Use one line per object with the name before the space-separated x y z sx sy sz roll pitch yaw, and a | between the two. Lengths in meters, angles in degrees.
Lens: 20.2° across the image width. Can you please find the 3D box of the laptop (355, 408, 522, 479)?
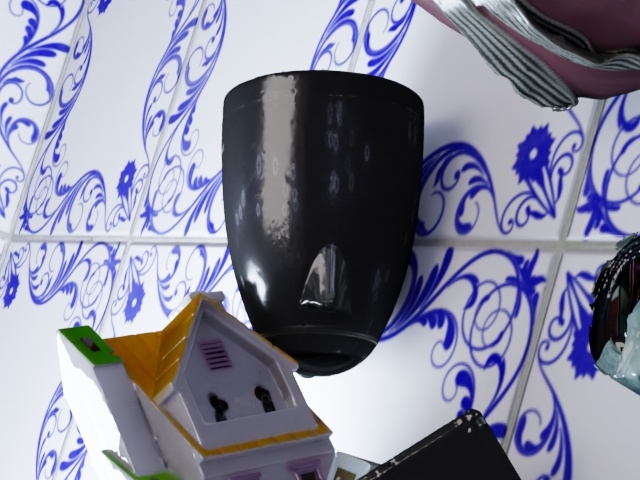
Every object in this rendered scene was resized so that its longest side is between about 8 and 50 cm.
laptop | 0.118 0.242 1.450 0.129 0.016 0.180 -32 75 5

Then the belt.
belt | 0.266 0.059 1.427 0.105 0.058 0.140 -22 49 48

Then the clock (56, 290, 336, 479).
clock | -0.112 0.196 1.706 0.166 0.235 0.309 -44 62 42

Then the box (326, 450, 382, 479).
box | 0.049 0.318 1.533 0.067 0.155 0.243 9 78 65

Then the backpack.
backpack | 0.192 -0.235 1.486 0.283 0.317 0.197 -12 60 57

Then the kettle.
kettle | 0.000 0.000 1.842 0.268 0.207 0.290 113 158 -77
